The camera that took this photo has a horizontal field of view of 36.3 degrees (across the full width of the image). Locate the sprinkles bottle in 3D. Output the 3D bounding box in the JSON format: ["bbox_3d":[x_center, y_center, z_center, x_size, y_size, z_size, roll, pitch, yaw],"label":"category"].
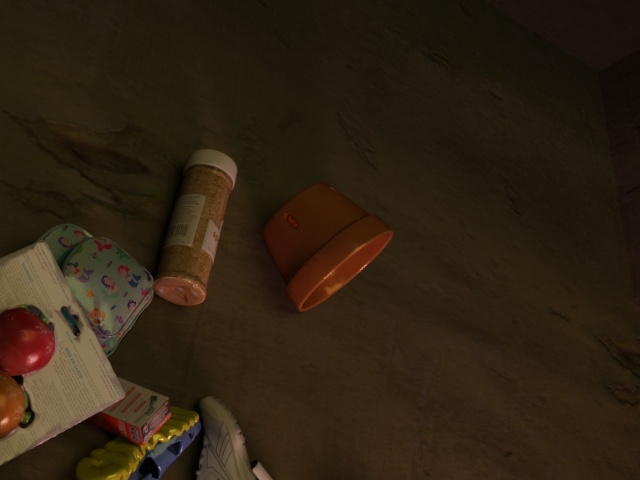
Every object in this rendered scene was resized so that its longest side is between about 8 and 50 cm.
[{"bbox_3d":[-0.277,-0.033,2.171,0.121,0.121,0.355,31,52,-28],"label":"sprinkles bottle"}]

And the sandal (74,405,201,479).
[{"bbox_3d":[-0.346,0.428,1.891,0.317,0.126,0.138,-32,123,-51],"label":"sandal"}]

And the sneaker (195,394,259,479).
[{"bbox_3d":[-0.203,0.455,1.996,0.129,0.111,0.297,-19,62,-9],"label":"sneaker"}]

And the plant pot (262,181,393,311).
[{"bbox_3d":[0.000,0.000,2.318,0.203,0.291,0.291,50,42,12],"label":"plant pot"}]

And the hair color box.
[{"bbox_3d":[-0.381,0.319,1.869,0.093,0.167,0.053,-46,144,-45],"label":"hair color box"}]

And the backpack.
[{"bbox_3d":[-0.468,0.095,1.890,0.253,0.191,0.225,42,45,-11],"label":"backpack"}]

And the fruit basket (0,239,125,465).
[{"bbox_3d":[-0.568,0.213,1.697,0.353,0.165,0.327,-28,89,-33],"label":"fruit basket"}]

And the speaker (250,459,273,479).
[{"bbox_3d":[-0.114,0.534,2.078,0.136,0.055,0.055,54,44,-8],"label":"speaker"}]
